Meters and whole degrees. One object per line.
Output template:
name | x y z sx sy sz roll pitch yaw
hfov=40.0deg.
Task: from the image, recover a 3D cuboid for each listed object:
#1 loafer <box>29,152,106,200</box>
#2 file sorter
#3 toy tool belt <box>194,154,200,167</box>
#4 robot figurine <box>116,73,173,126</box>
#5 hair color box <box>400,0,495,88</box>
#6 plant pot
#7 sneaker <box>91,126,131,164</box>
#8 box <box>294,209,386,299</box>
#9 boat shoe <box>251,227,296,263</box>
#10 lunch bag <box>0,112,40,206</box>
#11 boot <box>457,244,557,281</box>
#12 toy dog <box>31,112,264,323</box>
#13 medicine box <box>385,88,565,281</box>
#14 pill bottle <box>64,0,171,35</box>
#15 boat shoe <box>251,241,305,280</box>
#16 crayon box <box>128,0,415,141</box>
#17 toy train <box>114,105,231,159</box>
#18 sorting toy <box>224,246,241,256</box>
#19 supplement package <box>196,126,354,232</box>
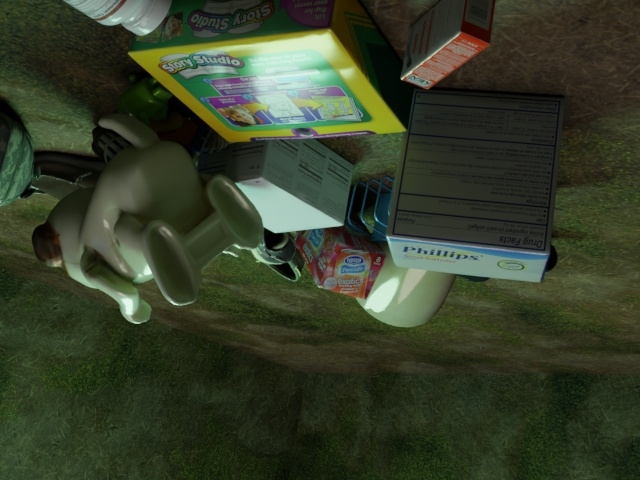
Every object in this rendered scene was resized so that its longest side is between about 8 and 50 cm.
loafer | -0.581 -0.127 2.143 0.366 0.130 0.134 4 161 18
file sorter | 0.158 -0.077 1.916 0.170 0.118 0.104 -9 150 45
toy tool belt | -0.236 -0.168 1.958 0.083 0.052 0.051 17 169 -19
robot figurine | -0.335 -0.263 1.661 0.115 0.101 0.067 -28 159 23
hair color box | 0.183 -0.295 1.270 0.053 0.093 0.167 18 161 -21
plant pot | 0.227 0.028 2.054 0.257 0.256 0.274 14 146 -11
sneaker | -0.408 -0.163 1.948 0.162 0.106 0.281 39 168 38
box | 0.041 0.016 2.050 0.128 0.122 0.257 17 -160 -22
boat shoe | -0.124 -0.006 2.224 0.092 0.102 0.285 11 162 29
lunch bag | -0.805 -0.193 1.971 0.305 0.212 0.256 12 179 -3
boot | 0.434 0.042 2.149 0.247 0.094 0.207 16 159 5
toy dog | -0.394 -0.023 1.734 0.408 0.284 0.395 -17 118 43
medicine box | 0.267 -0.097 1.508 0.264 0.289 0.149 6 162 12
pill bottle | -0.318 -0.382 1.239 0.121 0.121 0.216 -6 157 41
boat shoe | -0.132 0.026 2.424 0.109 0.091 0.305 -1 159 30
crayon box | -0.072 -0.281 1.436 0.363 0.106 0.313 0 158 27
toy train | -0.287 -0.230 1.741 0.248 0.105 0.143 -5 143 39
sorting toy | -0.286 -0.036 2.230 0.208 0.193 0.038 11 123 5
supplement package | -0.096 -0.132 1.837 0.204 0.145 0.262 -6 156 40
